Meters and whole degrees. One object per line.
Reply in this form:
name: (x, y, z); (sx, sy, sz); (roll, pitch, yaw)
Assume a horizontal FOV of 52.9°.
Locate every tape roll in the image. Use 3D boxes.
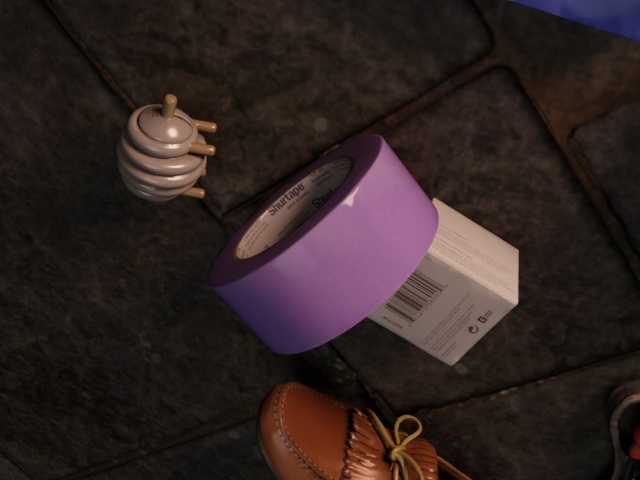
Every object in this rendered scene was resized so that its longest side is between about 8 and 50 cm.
tape roll: (0.000, 0.000, 0.545); (0.189, 0.189, 0.080); (-30, 109, 32)

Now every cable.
cable: (0.333, 0.252, 0.678); (0.139, 0.072, 0.287); (24, 126, 5)

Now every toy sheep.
toy sheep: (-0.146, -0.083, 0.602); (0.091, 0.091, 0.132); (24, 132, 1)

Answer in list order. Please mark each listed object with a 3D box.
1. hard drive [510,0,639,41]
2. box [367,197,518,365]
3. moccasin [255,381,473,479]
hard drive: (0.170, -0.304, 0.377); (0.210, 0.040, 0.319); (20, 127, 5)
box: (0.113, 0.039, 0.597); (0.102, 0.087, 0.101); (31, 127, -5)
moccasin: (0.092, 0.279, 0.734); (0.380, 0.139, 0.147); (40, 124, -11)
